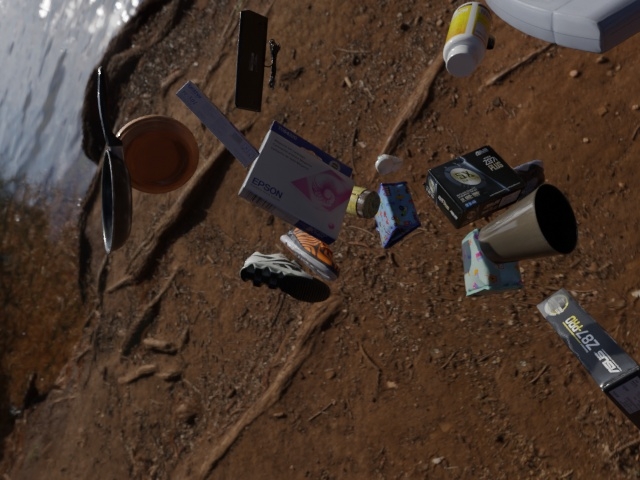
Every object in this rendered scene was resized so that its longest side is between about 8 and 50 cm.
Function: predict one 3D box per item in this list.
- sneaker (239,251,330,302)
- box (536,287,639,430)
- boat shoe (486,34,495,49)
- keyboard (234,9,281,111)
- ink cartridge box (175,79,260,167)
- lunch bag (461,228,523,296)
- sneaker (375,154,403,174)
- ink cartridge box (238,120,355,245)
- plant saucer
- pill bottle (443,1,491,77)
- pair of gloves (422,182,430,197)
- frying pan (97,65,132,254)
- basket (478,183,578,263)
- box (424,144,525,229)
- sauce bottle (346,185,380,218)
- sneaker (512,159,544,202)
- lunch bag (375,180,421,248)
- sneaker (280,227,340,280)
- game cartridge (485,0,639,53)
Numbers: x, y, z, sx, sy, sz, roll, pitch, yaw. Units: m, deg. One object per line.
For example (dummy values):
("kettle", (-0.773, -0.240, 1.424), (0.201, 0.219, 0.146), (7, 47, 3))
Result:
("sneaker", (-0.112, 0.116, 1.558), (0.330, 0.146, 0.123), (20, 127, -2))
("box", (0.725, 0.332, 1.015), (0.097, 0.395, 0.318), (-43, 16, 20))
("boat shoe", (0.605, -0.779, 1.654), (0.056, 0.152, 0.049), (106, 176, -56))
("keyboard", (-0.219, -0.613, 1.491), (0.033, 0.201, 0.318), (16, 105, 34))
("ink cartridge box", (-0.222, -0.255, 0.952), (0.046, 0.207, 0.097), (-42, 15, 4))
("lunch bag", (0.593, 0.086, 1.537), (0.159, 0.262, 0.224), (-4, 76, -2))
("sneaker", (0.288, -0.354, 1.932), (0.094, 0.212, 0.080), (41, 119, 22))
("ink cartridge box", (-0.051, -0.198, 1.343), (0.071, 0.323, 0.330), (-36, 31, 55))
("plant saucer", (-0.385, -0.195, 1.016), (0.200, 0.199, 0.037), (-55, 43, 16))
("pill bottle", (0.427, -0.582, 1.249), (0.117, 0.117, 0.215), (-1, 57, 37))
("pair of gloves", (0.405, -0.176, 1.558), (0.010, 0.074, 0.083), (-44, 46, 33))
("frying pan", (-0.404, -0.135, 0.828), (0.197, 0.053, 0.327), (-22, 72, 56))
("basket", (0.585, -0.025, 1.236), (0.227, 0.154, 0.205), (142, 133, -60))
("box", (0.375, -0.133, 1.053), (0.180, 0.078, 0.147), (-23, 58, -9))
("sauce bottle", (0.069, -0.170, 1.640), (0.344, 0.111, 0.112), (23, 96, 42))
("sneaker", (0.627, -0.154, 1.378), (0.101, 0.268, 0.153), (154, 95, -75))
("lunch bag", (0.317, -0.103, 1.988), (0.293, 0.138, 0.221), (122, 137, -63))
("sneaker", (0.000, 0.000, 1.422), (0.180, 0.125, 0.321), (-44, 41, -8))
("game cartridge", (0.338, -0.362, 0.567), (0.196, 0.060, 0.294), (-34, 46, 13))
